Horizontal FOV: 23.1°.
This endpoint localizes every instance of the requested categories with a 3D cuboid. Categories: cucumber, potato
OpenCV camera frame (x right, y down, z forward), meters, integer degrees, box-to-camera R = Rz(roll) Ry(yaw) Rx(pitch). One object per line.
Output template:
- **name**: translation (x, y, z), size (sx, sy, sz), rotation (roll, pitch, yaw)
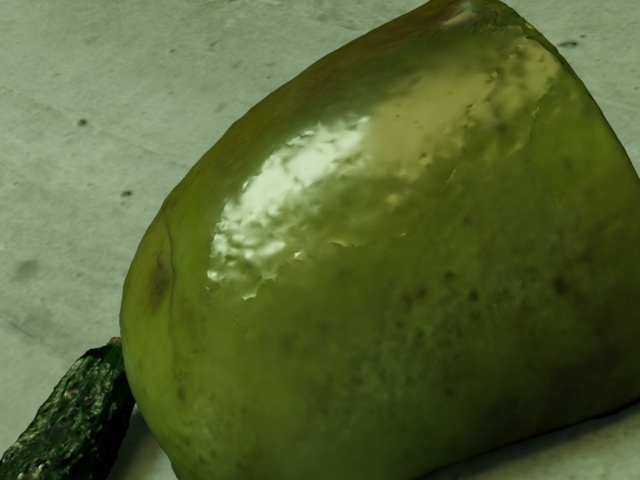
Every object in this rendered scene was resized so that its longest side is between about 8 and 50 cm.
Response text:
- **cucumber**: translation (-0.175, 0.167, 0.920), size (0.067, 0.067, 0.293), rotation (0, 39, 27)
- **potato**: translation (0.000, 0.000, 0.933), size (0.280, 0.213, 0.330), rotation (-30, 34, -15)
